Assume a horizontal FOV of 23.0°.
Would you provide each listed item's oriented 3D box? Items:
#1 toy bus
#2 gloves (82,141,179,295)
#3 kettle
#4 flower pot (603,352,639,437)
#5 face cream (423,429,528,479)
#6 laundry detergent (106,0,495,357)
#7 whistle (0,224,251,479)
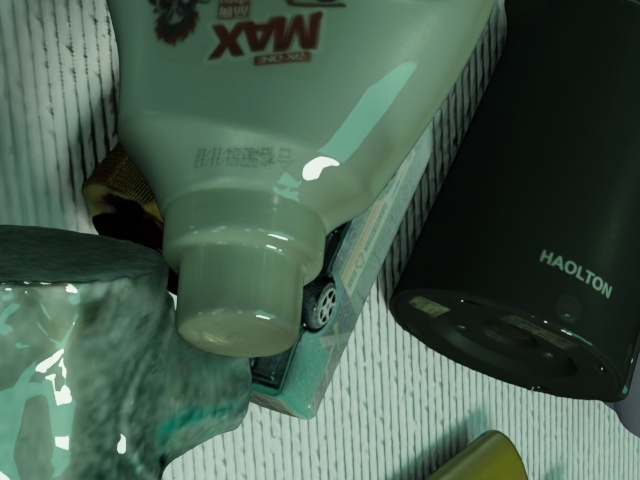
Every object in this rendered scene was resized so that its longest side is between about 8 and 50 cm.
[{"bbox_3d":[0.000,0.000,1.176,0.262,0.091,0.109,-64,151,-16],"label":"toy bus"},{"bbox_3d":[-0.029,-0.119,1.051,0.331,0.154,0.141,-57,161,-11],"label":"gloves"},{"bbox_3d":[0.233,-0.034,1.328,0.203,0.262,0.308,66,44,-64],"label":"kettle"},{"bbox_3d":[0.368,0.063,1.553,0.265,0.265,0.243,-34,137,-43],"label":"flower pot"},{"bbox_3d":[0.085,0.285,1.370,0.285,0.067,0.139,-30,119,-44],"label":"face cream"},{"bbox_3d":[-0.014,-0.131,0.891,0.125,0.264,0.398,69,22,-62],"label":"laundry detergent"},{"bbox_3d":[-0.226,0.091,0.821,0.404,0.188,0.168,-7,105,-51],"label":"whistle"}]
